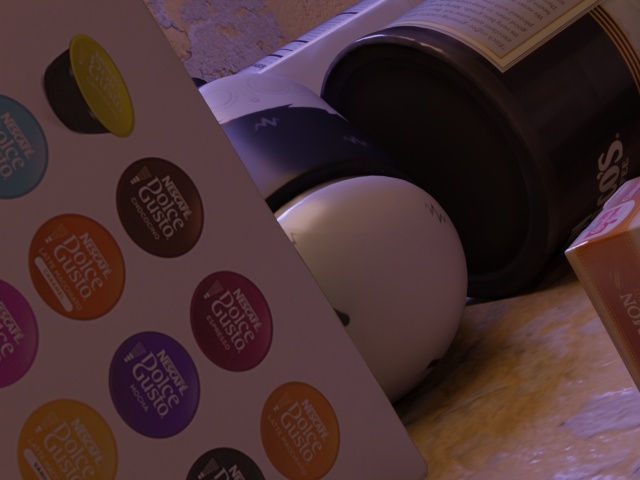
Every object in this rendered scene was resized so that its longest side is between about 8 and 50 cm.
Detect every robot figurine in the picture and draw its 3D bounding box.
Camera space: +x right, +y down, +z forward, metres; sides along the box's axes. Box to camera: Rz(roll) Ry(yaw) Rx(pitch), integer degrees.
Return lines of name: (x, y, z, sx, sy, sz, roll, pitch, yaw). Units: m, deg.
robot figurine: (-0.026, 0.000, 1.051, 0.209, 0.173, 0.278, -20, 38, -22)

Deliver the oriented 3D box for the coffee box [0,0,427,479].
coffee box: (-0.222, 0.096, 0.840, 0.338, 0.337, 0.334, -21, 14, 49)

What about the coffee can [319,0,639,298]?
coffee can: (0.164, -0.114, 1.160, 0.275, 0.201, 0.201, -37, 12, -32)

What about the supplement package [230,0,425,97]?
supplement package: (0.016, -0.140, 1.769, 0.293, 0.177, 0.175, -31, 11, -4)

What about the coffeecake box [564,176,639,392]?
coffeecake box: (0.201, 0.025, 0.553, 0.185, 0.142, 0.068, -21, 13, 39)
